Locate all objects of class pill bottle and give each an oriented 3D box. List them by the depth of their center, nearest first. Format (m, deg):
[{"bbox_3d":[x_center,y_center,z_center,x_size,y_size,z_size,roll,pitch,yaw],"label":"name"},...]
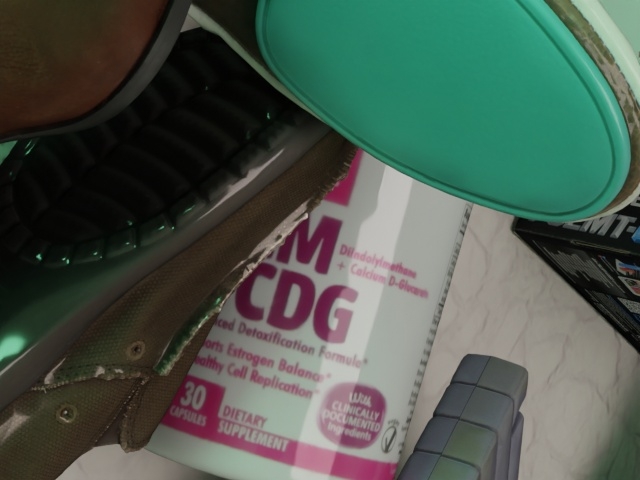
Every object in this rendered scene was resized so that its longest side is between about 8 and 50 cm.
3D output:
[{"bbox_3d":[0.000,0.000,0.883,0.160,0.160,0.283,20,84,-47],"label":"pill bottle"}]

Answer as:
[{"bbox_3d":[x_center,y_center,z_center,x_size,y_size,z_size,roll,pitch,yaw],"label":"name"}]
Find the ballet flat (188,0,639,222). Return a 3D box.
[{"bbox_3d":[-0.014,-0.149,0.709,0.139,0.400,0.139,-61,174,-10],"label":"ballet flat"}]

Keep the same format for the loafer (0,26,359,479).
[{"bbox_3d":[-0.120,0.032,0.775,0.366,0.134,0.130,-41,139,-7],"label":"loafer"}]

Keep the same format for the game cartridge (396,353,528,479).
[{"bbox_3d":[0.070,0.280,1.007,0.230,0.068,0.355,-47,145,-50],"label":"game cartridge"}]

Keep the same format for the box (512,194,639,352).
[{"bbox_3d":[0.339,0.055,1.154,0.295,0.293,0.073,39,72,-44],"label":"box"}]

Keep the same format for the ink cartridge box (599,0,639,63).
[{"bbox_3d":[0.256,-0.247,1.005,0.160,0.279,0.384,6,96,-48],"label":"ink cartridge box"}]

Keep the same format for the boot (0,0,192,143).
[{"bbox_3d":[-0.216,-0.101,0.583,0.280,0.264,0.096,8,70,-48],"label":"boot"}]
